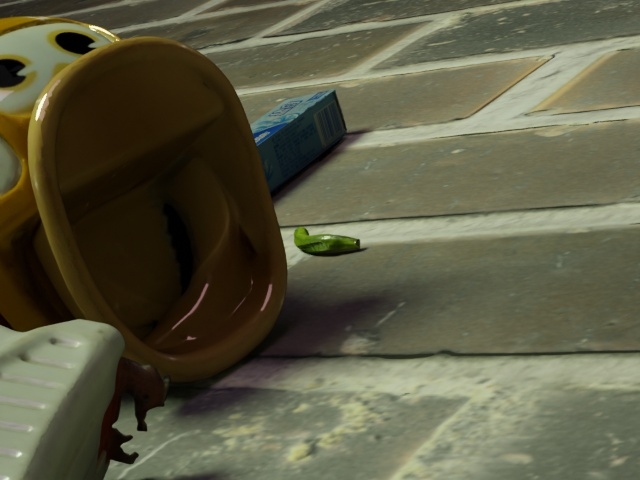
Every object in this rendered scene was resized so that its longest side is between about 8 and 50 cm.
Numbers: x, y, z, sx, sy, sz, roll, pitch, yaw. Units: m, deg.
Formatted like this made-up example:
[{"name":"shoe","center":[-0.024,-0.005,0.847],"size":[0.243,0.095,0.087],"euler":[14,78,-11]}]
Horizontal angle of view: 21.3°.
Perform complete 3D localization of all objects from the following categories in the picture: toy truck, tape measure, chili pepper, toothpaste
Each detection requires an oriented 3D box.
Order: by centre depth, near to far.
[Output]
[{"name":"tape measure","center":[-0.236,0.127,0.910],"size":[0.265,0.130,0.258],"euler":[10,23,3]},{"name":"toy truck","center":[-0.174,-0.028,1.207],"size":[0.211,0.288,0.204],"euler":[-17,10,46]},{"name":"chili pepper","center":[0.000,-0.001,1.355],"size":[0.030,0.017,0.083],"euler":[-23,17,-25]},{"name":"toothpaste","center":[-0.063,-0.072,1.581],"size":[0.066,0.053,0.272],"euler":[-7,20,31]}]
